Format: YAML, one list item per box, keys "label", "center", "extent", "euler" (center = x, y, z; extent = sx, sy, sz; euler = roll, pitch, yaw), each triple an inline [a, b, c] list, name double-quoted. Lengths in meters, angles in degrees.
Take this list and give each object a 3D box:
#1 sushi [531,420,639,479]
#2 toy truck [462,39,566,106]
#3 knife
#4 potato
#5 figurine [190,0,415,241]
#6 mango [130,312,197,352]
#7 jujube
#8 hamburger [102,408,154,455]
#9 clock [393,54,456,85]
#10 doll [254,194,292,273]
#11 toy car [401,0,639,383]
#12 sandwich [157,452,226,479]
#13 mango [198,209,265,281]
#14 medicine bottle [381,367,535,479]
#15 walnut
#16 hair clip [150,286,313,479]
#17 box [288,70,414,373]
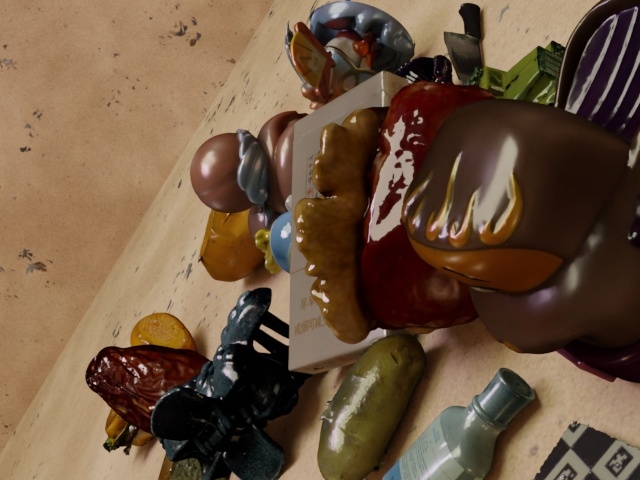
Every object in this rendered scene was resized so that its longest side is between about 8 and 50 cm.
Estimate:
- label: "sushi"
  center: [0.200, 0.240, 0.721]
  extent: [0.192, 0.040, 0.210]
  euler: [-55, 15, -3]
- label: "toy truck"
  center: [0.184, -0.121, 1.142]
  extent: [0.259, 0.135, 0.128]
  euler: [-41, 27, 39]
- label: "knife"
  center: [0.208, -0.283, 1.441]
  extent: [0.230, 0.060, 0.028]
  euler: [-85, 8, -49]
- label: "potato"
  center: [0.053, 0.187, 1.122]
  extent: [0.188, 0.085, 0.105]
  euler: [-58, 20, -4]
- label: "figurine"
  center: [-0.019, -0.186, 1.627]
  extent: [0.248, 0.277, 0.388]
  euler: [-2, 61, 42]
- label: "mango"
  center: [-0.313, 0.209, 1.973]
  extent: [0.102, 0.141, 0.217]
  euler: [-63, 14, 14]
- label: "jujube"
  center: [-0.273, 0.245, 1.667]
  extent: [0.168, 0.236, 0.168]
  euler: [-60, 16, 29]
- label: "hamburger"
  center: [-0.366, 0.347, 1.991]
  extent: [0.189, 0.093, 0.164]
  euler: [-57, 17, 13]
- label: "clock"
  center: [0.128, -0.158, 1.400]
  extent: [0.194, 0.100, 0.195]
  euler: [-53, 19, 29]
- label: "doll"
  center: [-0.001, 0.000, 1.474]
  extent: [0.241, 0.099, 0.135]
  euler: [-7, 77, 55]
- label: "toy car"
  center: [0.224, -0.067, 0.782]
  extent: [0.340, 0.240, 0.271]
  euler: [-63, 20, 5]
- label: "sandwich"
  center: [-0.205, 0.390, 1.501]
  extent: [0.088, 0.090, 0.244]
  euler: [-45, 24, 47]
- label: "mango"
  center: [-0.147, -0.010, 1.843]
  extent: [0.257, 0.138, 0.187]
  euler: [102, -169, -70]
- label: "medicine bottle"
  center: [0.123, 0.209, 0.948]
  extent: [0.208, 0.054, 0.090]
  euler: [-53, 18, 20]
- label: "walnut"
  center: [0.083, -0.029, 1.046]
  extent: [0.222, 0.244, 0.269]
  euler: [-177, 86, -72]
- label: "hair clip"
  center: [-0.119, 0.225, 1.409]
  extent: [0.310, 0.194, 0.206]
  euler: [-52, 8, 31]
- label: "box"
  center: [0.036, -0.021, 1.305]
  extent: [0.205, 0.051, 0.365]
  euler: [-24, 59, 49]
